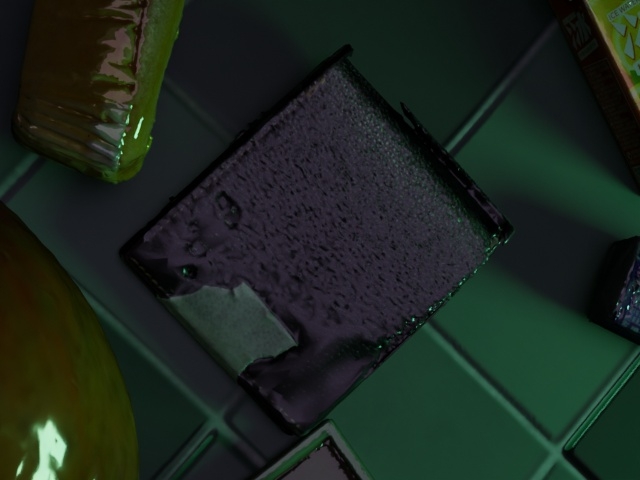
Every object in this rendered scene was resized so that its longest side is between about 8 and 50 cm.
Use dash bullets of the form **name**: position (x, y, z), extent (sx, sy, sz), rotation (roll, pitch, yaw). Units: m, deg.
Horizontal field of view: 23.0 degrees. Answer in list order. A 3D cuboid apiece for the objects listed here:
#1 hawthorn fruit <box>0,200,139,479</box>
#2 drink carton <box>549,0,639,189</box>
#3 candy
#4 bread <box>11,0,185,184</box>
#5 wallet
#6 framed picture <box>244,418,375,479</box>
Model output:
- **hawthorn fruit**: position (-0.337, 0.163, 1.034), extent (0.472, 0.472, 0.471), rotation (1, 86, -15)
- **drink carton**: position (0.288, -0.154, 1.383), extent (0.096, 0.071, 0.222), rotation (-26, 93, -13)
- **candy**: position (0.387, 0.094, 1.397), extent (0.312, 0.061, 0.088), rotation (26, 79, -12)
- **bread**: position (-0.165, -0.190, 1.228), extent (0.119, 0.152, 0.288), rotation (11, 83, -8)
- **wallet**: position (0.000, 0.000, 1.303), extent (0.262, 0.071, 0.221), rotation (-43, 98, -7)
- **framed picture**: position (-0.051, 0.334, 1.288), extent (0.324, 0.020, 0.240), rotation (-37, 96, -14)
